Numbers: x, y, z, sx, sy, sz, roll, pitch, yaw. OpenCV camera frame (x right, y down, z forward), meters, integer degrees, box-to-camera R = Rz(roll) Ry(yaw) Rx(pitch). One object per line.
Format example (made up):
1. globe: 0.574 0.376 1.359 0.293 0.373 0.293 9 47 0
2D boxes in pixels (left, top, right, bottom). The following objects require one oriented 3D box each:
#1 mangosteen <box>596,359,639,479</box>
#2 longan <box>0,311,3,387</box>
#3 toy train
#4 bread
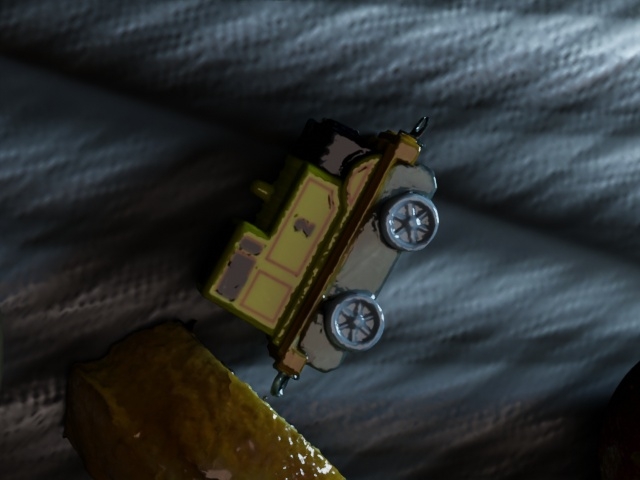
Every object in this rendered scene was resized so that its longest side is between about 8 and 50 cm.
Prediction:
1. mangosteen: 0.326 0.153 1.413 0.257 0.215 0.215 -27 115 -48
2. longan: -0.330 0.058 1.121 0.297 0.297 0.297 -4 105 -17
3. toy train: 0.000 0.000 1.312 0.127 0.089 0.219 28 92 -9
4. bread: -0.058 0.172 1.310 0.129 0.134 0.260 -46 113 -4
